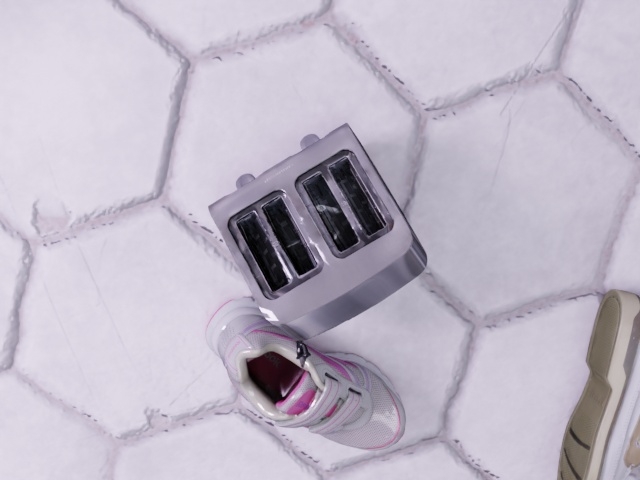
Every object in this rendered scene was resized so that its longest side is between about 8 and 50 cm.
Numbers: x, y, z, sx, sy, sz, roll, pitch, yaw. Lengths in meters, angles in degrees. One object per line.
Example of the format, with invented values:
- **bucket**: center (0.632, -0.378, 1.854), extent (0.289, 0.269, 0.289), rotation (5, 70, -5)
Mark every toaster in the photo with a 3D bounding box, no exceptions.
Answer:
- **toaster**: center (0.000, 0.000, 0.922), extent (0.168, 0.110, 0.186), rotation (-30, 72, 5)

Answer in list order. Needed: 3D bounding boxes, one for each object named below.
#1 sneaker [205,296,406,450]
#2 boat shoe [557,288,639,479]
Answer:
- **sneaker**: center (-0.013, 0.166, 1.014), extent (0.252, 0.111, 0.103), rotation (30, 103, -15)
- **boat shoe**: center (0.350, 0.209, 1.069), extent (0.103, 0.113, 0.302), rotation (10, 106, -4)
